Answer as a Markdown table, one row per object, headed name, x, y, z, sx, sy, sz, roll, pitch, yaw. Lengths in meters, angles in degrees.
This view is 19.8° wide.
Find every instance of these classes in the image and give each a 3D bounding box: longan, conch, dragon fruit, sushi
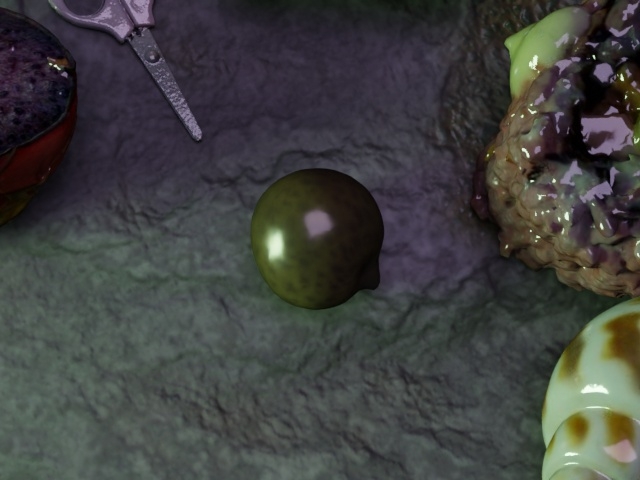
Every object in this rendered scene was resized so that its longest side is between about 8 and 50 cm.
| name | x | y | z | sx | sy | sz | roll | pitch | yaw |
| --- | --- | --- | --- | --- | --- | --- | --- | --- | --- |
| longan | 0.000 | 0.000 | 1.400 | 0.113 | 0.092 | 0.113 | 3 | 76 | -13 |
| conch | 0.256 | 0.131 | 1.348 | 0.275 | 0.149 | 0.182 | -37 | 86 | -8 |
| dragon fruit | -0.291 | -0.070 | 1.389 | 0.224 | 0.148 | 0.218 | 12 | 42 | 9 |
| sushi | 0.241 | -0.090 | 1.404 | 0.236 | 0.171 | 0.270 | 42 | 80 | 8 |

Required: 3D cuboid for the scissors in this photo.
| name | x | y | z | sx | sy | sz | roll | pitch | yaw |
| --- | --- | --- | --- | --- | --- | --- | --- | --- | --- |
| scissors | -0.142 | -0.159 | 1.479 | 0.100 | 0.015 | 0.189 | -29 | 80 | -10 |
